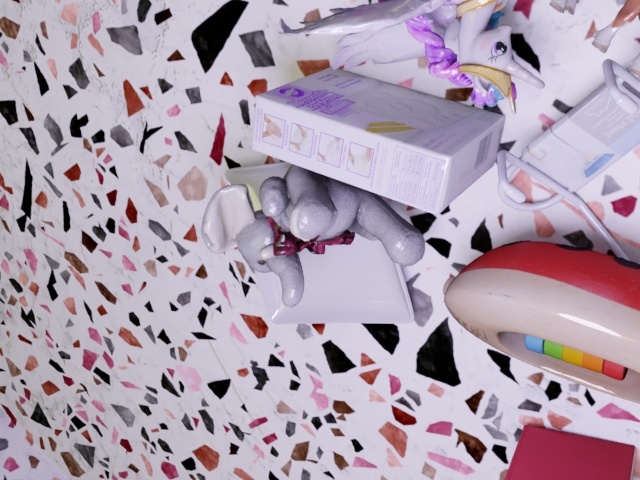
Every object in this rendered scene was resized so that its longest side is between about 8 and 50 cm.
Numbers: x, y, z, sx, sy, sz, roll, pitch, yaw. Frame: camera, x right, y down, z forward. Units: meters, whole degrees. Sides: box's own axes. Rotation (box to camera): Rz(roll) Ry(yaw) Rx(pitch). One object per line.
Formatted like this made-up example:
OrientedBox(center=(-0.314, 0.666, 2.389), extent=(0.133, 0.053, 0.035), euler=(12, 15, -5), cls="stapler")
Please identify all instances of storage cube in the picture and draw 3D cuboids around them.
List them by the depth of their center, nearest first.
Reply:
OrientedBox(center=(0.427, 0.461, 1.259), extent=(0.193, 0.215, 0.184), euler=(5, 114, 25), cls="storage cube")

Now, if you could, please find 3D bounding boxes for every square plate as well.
OrientedBox(center=(0.000, 0.000, 1.426), extent=(0.347, 0.049, 0.344), euler=(-5, 109, 35), cls="square plate")

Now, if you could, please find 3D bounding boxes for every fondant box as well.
OrientedBox(center=(0.092, -0.172, 1.162), extent=(0.330, 0.238, 0.096), euler=(21, 122, 24), cls="fondant box")

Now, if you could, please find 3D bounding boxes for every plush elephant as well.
OrientedBox(center=(-0.045, -0.016, 1.257), extent=(0.255, 0.271, 0.330), euler=(-56, 48, 23), cls="plush elephant")

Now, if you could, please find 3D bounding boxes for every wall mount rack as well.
OrientedBox(center=(0.437, -0.093, 1.053), extent=(0.304, 0.130, 0.350), euler=(28, 133, -20), cls="wall mount rack")

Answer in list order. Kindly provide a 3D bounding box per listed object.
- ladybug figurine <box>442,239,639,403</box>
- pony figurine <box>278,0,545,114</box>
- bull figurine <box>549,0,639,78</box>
OrientedBox(center=(0.401, 0.115, 1.099), extent=(0.449, 0.162, 0.305), euler=(19, 164, 25), cls="ladybug figurine")
OrientedBox(center=(0.148, -0.365, 1.046), extent=(0.350, 0.303, 0.364), euler=(4, 99, 23), cls="pony figurine")
OrientedBox(center=(0.398, -0.321, 0.892), extent=(0.101, 0.310, 0.188), euler=(18, 124, -28), cls="bull figurine")
